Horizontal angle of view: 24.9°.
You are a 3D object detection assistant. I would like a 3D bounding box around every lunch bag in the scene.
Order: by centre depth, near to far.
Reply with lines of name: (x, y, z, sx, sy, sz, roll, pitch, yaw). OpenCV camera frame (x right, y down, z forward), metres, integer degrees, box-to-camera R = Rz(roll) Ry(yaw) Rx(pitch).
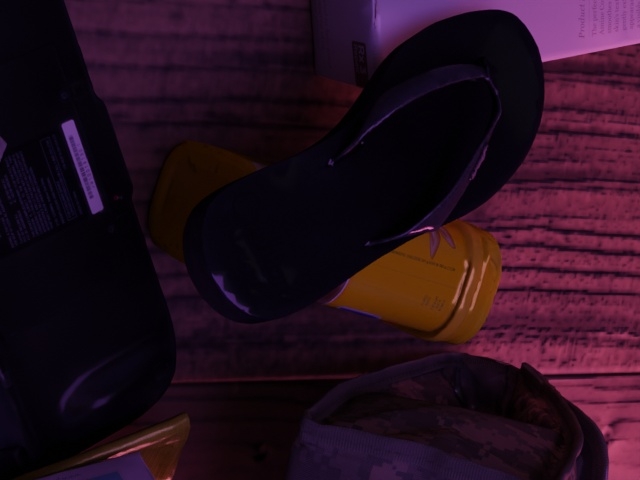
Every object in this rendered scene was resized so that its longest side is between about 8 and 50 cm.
lunch bag: (0.069, 0.202, 0.861, 0.287, 0.169, 0.235, -21, 124, -74)

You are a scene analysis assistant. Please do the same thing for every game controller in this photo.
game controller: (-0.180, -0.019, 0.769, 0.166, 0.067, 0.319, -33, 118, -36)

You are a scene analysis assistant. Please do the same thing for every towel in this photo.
towel: (-0.183, 0.157, 0.782, 0.237, 0.102, 0.021, -19, 70, -23)

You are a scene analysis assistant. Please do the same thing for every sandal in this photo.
sandal: (0.042, -0.039, 0.758, 0.254, 0.054, 0.097, -40, 102, -31)

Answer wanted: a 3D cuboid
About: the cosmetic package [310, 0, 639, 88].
cosmetic package: (0.109, -0.167, 0.879, 0.231, 0.085, 0.117, -12, 109, -25)

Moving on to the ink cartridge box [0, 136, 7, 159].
ink cartridge box: (-0.265, -0.065, 0.631, 0.154, 0.093, 0.212, -33, 113, 10)

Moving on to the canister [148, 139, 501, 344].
canister: (0.000, 0.000, 0.834, 0.170, 0.126, 0.073, 17, 93, -31)

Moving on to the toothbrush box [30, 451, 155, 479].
toothbrush box: (-0.175, 0.280, 0.752, 0.216, 0.126, 0.295, -13, 129, -27)
